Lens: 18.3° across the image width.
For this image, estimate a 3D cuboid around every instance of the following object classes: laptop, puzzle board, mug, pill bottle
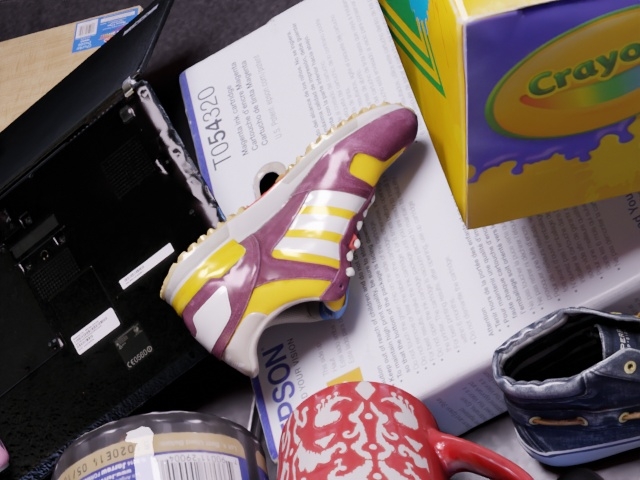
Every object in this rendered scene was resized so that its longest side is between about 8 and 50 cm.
[{"bbox_3d":[-0.148,-0.004,1.290,0.234,0.136,0.264,-38,72,22],"label":"laptop"},{"bbox_3d":[-0.187,-0.116,1.429,0.128,0.011,0.096,-12,52,20],"label":"puzzle board"},{"bbox_3d":[0.042,0.160,1.040,0.150,0.113,0.169,1,32,-3],"label":"mug"},{"bbox_3d":[-0.074,0.212,1.062,0.123,0.123,0.219,-21,56,14],"label":"pill bottle"}]

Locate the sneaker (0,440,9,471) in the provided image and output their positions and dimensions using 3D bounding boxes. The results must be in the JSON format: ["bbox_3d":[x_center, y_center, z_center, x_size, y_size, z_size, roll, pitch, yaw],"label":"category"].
[{"bbox_3d":[-0.321,0.207,1.218,0.131,0.112,0.319,38,98,0],"label":"sneaker"}]

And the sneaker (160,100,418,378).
[{"bbox_3d":[0.000,0.000,1.141,0.185,0.069,0.084,-41,80,-12],"label":"sneaker"}]

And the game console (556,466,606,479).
[{"bbox_3d":[0.118,0.183,1.015,0.085,0.124,0.144,40,81,14],"label":"game console"}]

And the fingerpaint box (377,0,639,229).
[{"bbox_3d":[0.239,-0.230,1.100,0.445,0.163,0.371,-13,50,-6],"label":"fingerpaint box"}]

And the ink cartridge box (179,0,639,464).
[{"bbox_3d":[0.092,-0.053,1.197,0.330,0.071,0.324,-29,49,16],"label":"ink cartridge box"}]

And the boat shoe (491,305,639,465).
[{"bbox_3d":[0.184,0.064,1.055,0.183,0.083,0.065,-20,51,9],"label":"boat shoe"}]
